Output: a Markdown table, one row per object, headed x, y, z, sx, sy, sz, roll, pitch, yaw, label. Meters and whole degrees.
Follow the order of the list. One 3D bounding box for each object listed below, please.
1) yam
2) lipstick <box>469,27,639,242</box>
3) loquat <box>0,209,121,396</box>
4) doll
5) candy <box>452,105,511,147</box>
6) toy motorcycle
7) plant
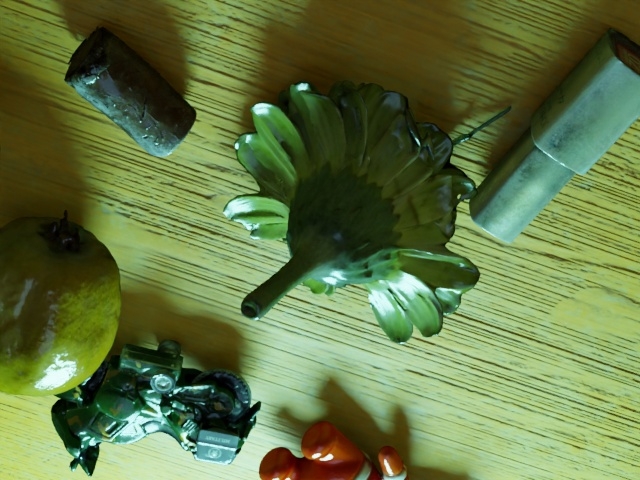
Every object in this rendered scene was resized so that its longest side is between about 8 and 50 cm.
| x | y | z | sx | sy | sz | roll | pitch | yaw | label |
| --- | --- | --- | --- | --- | --- | --- | --- | --- | --- |
| -0.207 | -0.159 | 1.581 | 0.079 | 0.079 | 0.141 | -37 | 116 | 26 | yam |
| 0.259 | -0.107 | 1.576 | 0.077 | 0.079 | 0.253 | 31 | 121 | -16 | lipstick |
| -0.325 | 0.073 | 1.693 | 0.187 | 0.176 | 0.234 | 18 | 105 | -8 | loquat |
| 0.070 | 0.373 | 1.912 | 0.200 | 0.105 | 0.336 | -34 | 115 | 24 | doll |
| 0.159 | -0.113 | 1.614 | 0.123 | 0.035 | 0.035 | -30 | 121 | 14 | candy |
| -0.217 | 0.220 | 1.823 | 0.274 | 0.125 | 0.187 | 12 | 116 | -4 | toy motorcycle |
| 0.030 | -0.036 | 1.563 | 0.306 | 0.297 | 0.261 | 38 | 101 | 11 | plant |
